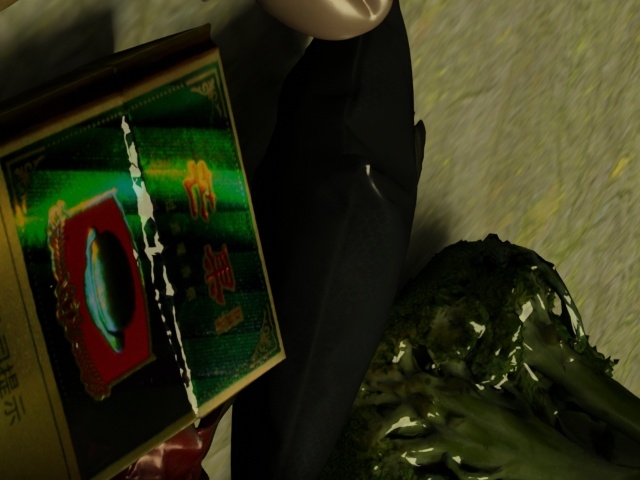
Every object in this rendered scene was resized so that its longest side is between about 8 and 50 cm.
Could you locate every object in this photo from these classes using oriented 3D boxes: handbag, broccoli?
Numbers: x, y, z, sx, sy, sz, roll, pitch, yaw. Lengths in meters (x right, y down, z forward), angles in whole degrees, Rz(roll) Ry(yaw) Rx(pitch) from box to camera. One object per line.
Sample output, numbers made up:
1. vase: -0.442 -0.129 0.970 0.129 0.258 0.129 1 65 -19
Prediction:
1. handbag: 0.000 0.000 0.986 0.211 0.088 0.254 -85 -173 -52
2. broccoli: 0.130 0.165 1.299 0.304 0.283 0.321 31 71 -58

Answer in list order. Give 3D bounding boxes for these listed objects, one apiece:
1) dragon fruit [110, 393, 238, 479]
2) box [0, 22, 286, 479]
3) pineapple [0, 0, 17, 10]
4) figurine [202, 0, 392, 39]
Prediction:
1. dragon fruit: -0.104 0.105 0.932 0.142 0.130 0.121 -99 -168 -56
2. box: -0.119 0.021 0.787 0.240 0.071 0.159 -33 113 -49
3. pineapple: -0.138 -0.123 0.492 0.262 0.262 0.272 -55 170 -11
4. figurine: 0.011 -0.155 0.850 0.138 0.125 0.125 -30 147 -22
